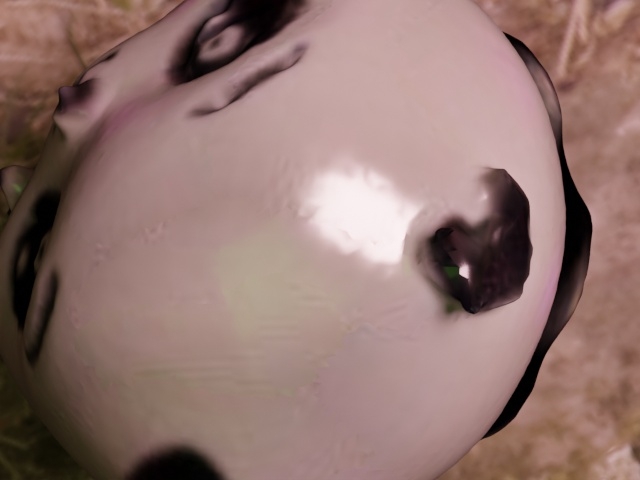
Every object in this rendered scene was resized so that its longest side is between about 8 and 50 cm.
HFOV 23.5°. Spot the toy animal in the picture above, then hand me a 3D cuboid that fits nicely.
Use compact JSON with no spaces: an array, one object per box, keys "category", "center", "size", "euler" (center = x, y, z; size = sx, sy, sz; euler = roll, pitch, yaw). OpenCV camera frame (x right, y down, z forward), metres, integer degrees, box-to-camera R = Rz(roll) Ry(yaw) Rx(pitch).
[{"category":"toy animal","center":[0.000,0.000,0.639],"size":[0.250,0.310,0.251],"euler":[2,106,9]}]
